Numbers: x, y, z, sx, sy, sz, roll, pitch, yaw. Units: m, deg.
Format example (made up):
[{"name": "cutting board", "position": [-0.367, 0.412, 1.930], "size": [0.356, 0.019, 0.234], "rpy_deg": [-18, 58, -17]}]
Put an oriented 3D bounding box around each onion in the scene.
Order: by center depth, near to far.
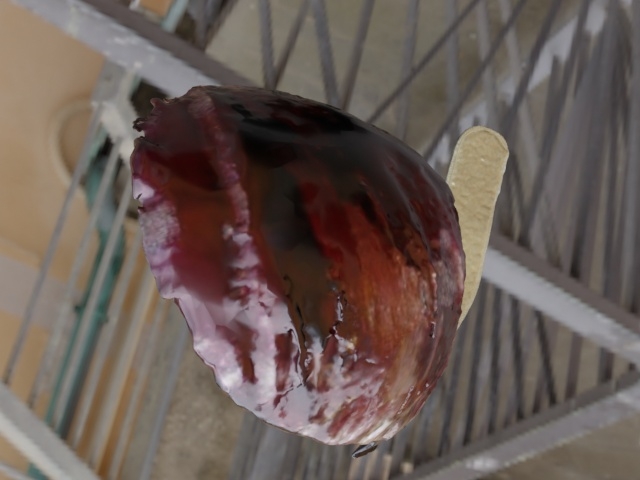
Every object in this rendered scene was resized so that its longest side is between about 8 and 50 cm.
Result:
[{"name": "onion", "position": [0.000, 0.000, 0.950], "size": [0.146, 0.314, 0.280], "rpy_deg": [-25, 164, 31]}]

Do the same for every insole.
[{"name": "insole", "position": [0.136, 0.005, 1.280], "size": [0.081, 0.247, 0.011], "rpy_deg": [17, 179, -24]}]
